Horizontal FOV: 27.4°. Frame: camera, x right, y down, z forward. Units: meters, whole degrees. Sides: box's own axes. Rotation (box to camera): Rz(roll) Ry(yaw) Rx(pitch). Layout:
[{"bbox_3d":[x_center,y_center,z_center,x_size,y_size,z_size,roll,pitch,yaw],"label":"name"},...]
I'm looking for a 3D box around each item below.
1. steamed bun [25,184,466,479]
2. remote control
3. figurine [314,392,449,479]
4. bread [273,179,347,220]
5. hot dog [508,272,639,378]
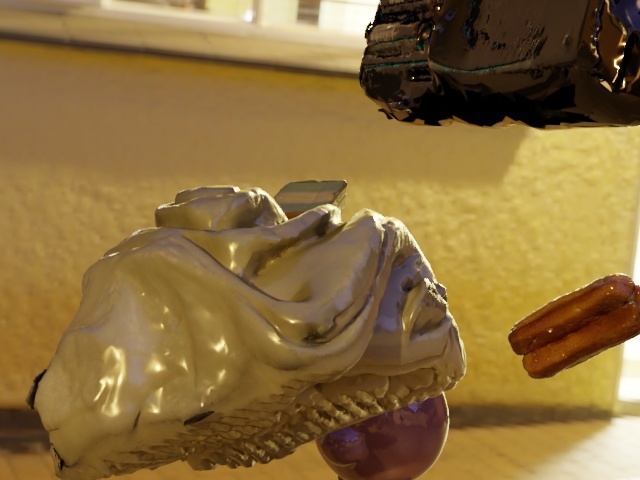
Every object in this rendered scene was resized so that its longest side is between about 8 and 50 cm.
[{"bbox_3d":[-0.073,0.061,1.177,0.394,0.237,0.346,-10,-21,-23],"label":"steamed bun"},{"bbox_3d":[0.113,-0.145,0.870,0.062,0.144,0.399,14,0,-18],"label":"remote control"},{"bbox_3d":[0.068,0.208,1.549,0.173,0.173,0.173,6,6,-1],"label":"figurine"},{"bbox_3d":[0.001,0.004,1.551,0.084,0.139,0.074,0,34,31],"label":"bread"},{"bbox_3d":[0.259,0.085,1.311,0.165,0.071,0.045,-34,-4,41],"label":"hot dog"}]
